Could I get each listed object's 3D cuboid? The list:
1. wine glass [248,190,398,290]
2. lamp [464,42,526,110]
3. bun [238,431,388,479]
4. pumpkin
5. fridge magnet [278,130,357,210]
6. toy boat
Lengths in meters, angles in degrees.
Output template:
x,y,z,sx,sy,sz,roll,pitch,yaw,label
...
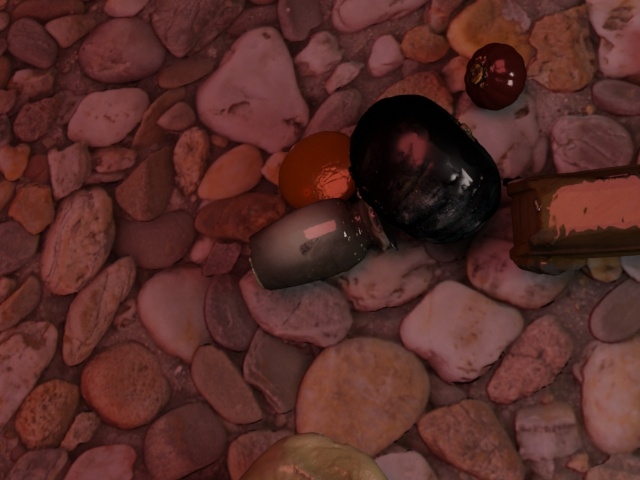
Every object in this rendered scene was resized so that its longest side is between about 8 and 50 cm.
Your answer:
x,y,z,sx,sy,sz,roll,pitch,yaw,label
0.000,0.000,1.478,0.204,0.111,0.111,-20,59,11,wine glass
0.260,-0.244,1.510,0.101,0.090,0.101,-5,83,51,lamp
-0.002,0.352,1.294,0.229,0.145,0.229,4,101,21,bun
0.145,-0.102,1.405,0.163,0.233,0.233,-47,56,18,pumpkin
0.003,-0.103,1.557,0.143,0.063,0.143,-10,61,19,fridge magnet
0.455,-0.033,1.288,0.445,0.162,0.136,-5,80,24,toy boat
